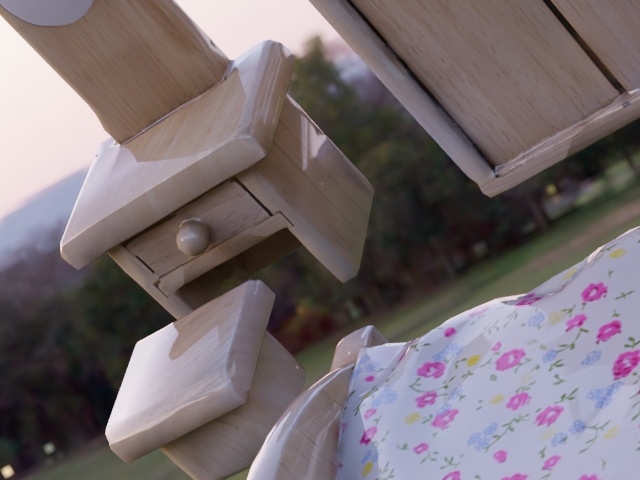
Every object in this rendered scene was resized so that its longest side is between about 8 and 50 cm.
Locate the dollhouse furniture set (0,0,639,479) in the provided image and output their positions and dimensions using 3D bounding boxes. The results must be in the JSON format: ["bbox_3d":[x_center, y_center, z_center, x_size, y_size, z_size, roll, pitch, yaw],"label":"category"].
[{"bbox_3d":[0.000,0.000,0.389,0.303,0.174,0.355,-30,27,30],"label":"dollhouse furniture set"}]
